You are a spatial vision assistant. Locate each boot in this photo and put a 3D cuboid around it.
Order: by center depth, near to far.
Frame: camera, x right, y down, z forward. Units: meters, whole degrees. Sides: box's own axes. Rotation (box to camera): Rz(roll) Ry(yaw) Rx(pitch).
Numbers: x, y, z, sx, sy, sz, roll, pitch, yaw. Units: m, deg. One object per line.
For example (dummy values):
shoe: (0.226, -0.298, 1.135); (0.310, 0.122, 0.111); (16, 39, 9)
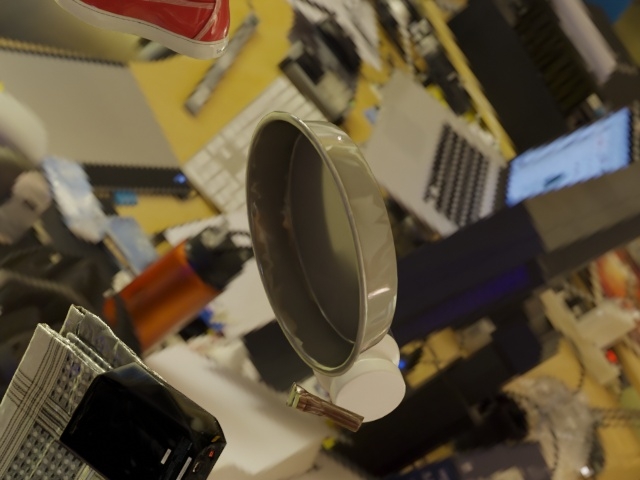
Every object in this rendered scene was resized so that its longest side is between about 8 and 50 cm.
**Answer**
boot: (-0.216, -0.340, 1.663); (0.244, 0.176, 0.088); (19, 35, 15)
boot: (0.008, 0.261, 2.117); (0.114, 0.037, 0.106); (19, 6, -12)

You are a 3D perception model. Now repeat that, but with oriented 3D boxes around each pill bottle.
pill bottle: (0.049, 0.175, 2.352); (0.153, 0.153, 0.264); (29, 27, -38)

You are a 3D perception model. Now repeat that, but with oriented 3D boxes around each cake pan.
cake pan: (0.000, 0.000, 1.473); (0.054, 0.293, 0.293); (-13, 65, -23)

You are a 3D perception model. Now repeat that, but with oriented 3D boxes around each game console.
game console: (-0.268, 0.330, 1.616); (0.213, 0.361, 0.044); (28, -4, 41)

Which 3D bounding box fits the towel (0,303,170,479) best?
towel: (-0.340, 0.268, 1.800); (0.056, 0.324, 0.312); (28, 2, -43)
